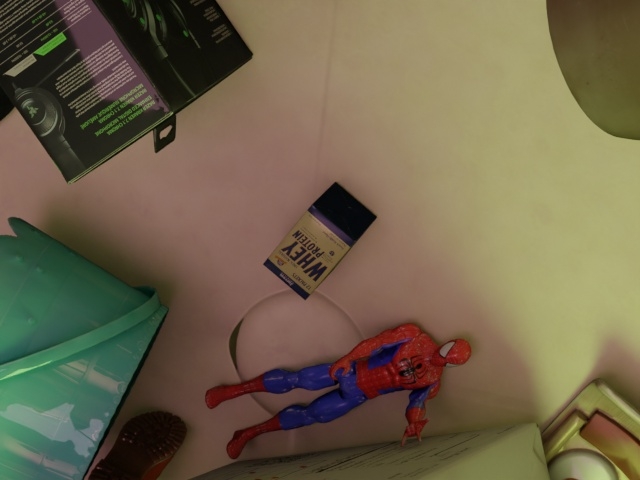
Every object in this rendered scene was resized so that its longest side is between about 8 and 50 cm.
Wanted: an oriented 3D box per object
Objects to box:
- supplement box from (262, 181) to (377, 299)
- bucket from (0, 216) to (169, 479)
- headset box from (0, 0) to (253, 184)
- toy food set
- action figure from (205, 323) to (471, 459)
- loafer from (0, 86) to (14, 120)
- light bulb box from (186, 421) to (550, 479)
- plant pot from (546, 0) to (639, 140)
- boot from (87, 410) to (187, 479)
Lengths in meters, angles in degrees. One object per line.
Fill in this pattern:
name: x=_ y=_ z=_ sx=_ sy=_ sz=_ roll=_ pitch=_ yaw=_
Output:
supplement box: x=0.000 y=0.000 z=1.866 sx=0.056 sy=0.083 sz=0.083 roll=41 pitch=115 yaw=2
bucket: x=-0.282 y=0.131 z=1.896 sx=0.183 sy=0.281 sz=0.281 roll=26 pitch=113 yaw=-3
headset box: x=-0.211 y=-0.213 z=1.773 sx=0.131 sy=0.246 sz=0.283 roll=-32 pitch=97 yaw=22
toy food set: x=0.265 y=0.308 z=1.883 sx=0.220 sy=0.092 sz=0.306 roll=40 pitch=113 yaw=1
action figure: x=0.015 y=0.158 z=1.889 sx=0.280 sy=0.139 sz=0.091 roll=-20 pitch=101 yaw=19
loafer: x=-0.331 y=-0.180 z=1.929 sx=0.170 sy=0.062 sz=0.061 roll=-56 pitch=48 yaw=30
light bulb box: x=-0.001 y=0.327 z=1.780 sx=0.361 sy=0.358 sz=0.225 roll=-12 pitch=90 yaw=30
plant pot: x=0.354 y=-0.204 z=1.598 sx=0.280 sy=0.323 sz=0.323 roll=-13 pitch=104 yaw=36
boot: x=-0.197 y=0.242 z=1.975 sx=0.059 sy=0.158 sz=0.084 roll=30 pitch=134 yaw=14
